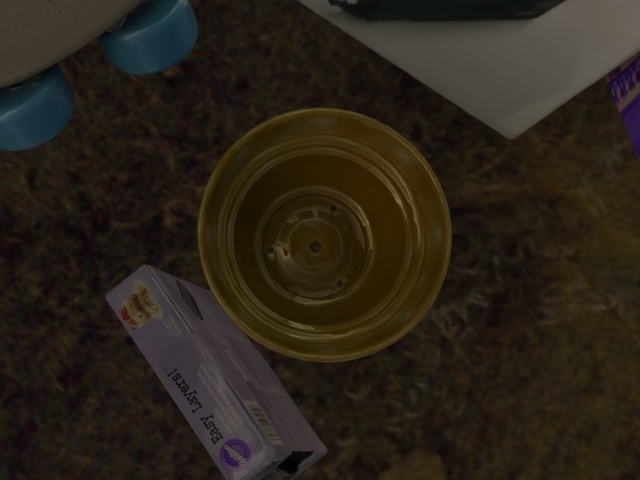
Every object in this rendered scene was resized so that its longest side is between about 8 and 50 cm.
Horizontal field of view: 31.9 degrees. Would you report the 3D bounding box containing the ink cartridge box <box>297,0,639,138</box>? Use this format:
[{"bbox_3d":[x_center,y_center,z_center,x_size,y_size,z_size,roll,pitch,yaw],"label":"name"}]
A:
[{"bbox_3d":[0.062,-0.186,0.516,0.275,0.239,0.060,31,57,-16],"label":"ink cartridge box"}]

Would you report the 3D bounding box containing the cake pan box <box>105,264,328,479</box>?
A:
[{"bbox_3d":[-0.108,0.162,1.278,0.070,0.267,0.246,-39,165,6],"label":"cake pan box"}]

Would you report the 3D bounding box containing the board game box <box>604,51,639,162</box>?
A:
[{"bbox_3d":[0.260,-0.203,0.523,0.078,0.233,0.347,11,138,-26],"label":"board game box"}]

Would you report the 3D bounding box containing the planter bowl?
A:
[{"bbox_3d":[0.000,0.000,0.983,0.217,0.217,0.090,-57,180,-11],"label":"planter bowl"}]

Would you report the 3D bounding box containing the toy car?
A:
[{"bbox_3d":[-0.234,-0.230,0.791,0.210,0.238,0.219,-34,141,-12],"label":"toy car"}]
